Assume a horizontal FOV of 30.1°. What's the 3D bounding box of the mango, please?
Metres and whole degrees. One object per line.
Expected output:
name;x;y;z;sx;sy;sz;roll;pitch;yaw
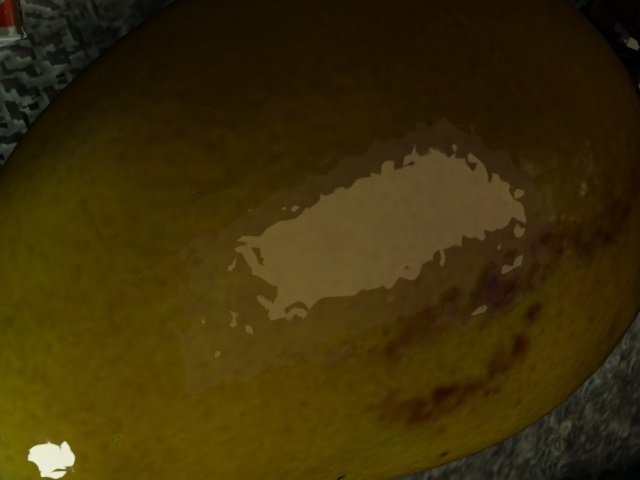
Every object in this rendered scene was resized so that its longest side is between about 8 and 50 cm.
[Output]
mango;0.000;0.000;0.569;0.378;0.221;0.264;-25;121;-29

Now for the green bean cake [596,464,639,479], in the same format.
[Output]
green bean cake;0.286;0.344;0.980;0.300;0.169;0.308;2;100;-44

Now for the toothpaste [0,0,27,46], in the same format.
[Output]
toothpaste;-0.212;-0.086;0.457;0.196;0.047;0.040;-13;95;-42

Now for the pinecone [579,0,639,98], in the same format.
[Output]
pinecone;0.277;-0.074;0.787;0.295;0.298;0.242;3;70;-50
